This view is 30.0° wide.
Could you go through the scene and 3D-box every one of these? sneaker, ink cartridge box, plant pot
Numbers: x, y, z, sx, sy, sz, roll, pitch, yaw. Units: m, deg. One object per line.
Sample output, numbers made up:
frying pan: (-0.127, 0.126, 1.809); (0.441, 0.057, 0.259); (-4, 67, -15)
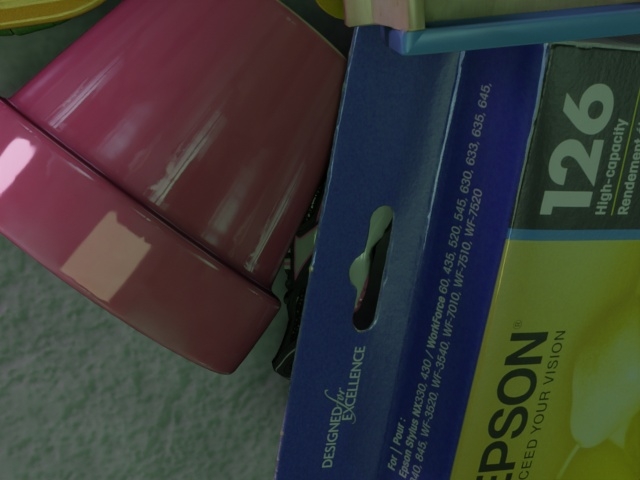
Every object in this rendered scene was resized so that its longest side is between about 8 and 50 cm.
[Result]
sneaker: (0.000, 0.000, 0.759); (0.077, 0.072, 0.178); (22, 99, 1)
ink cartridge box: (0.142, 0.024, 0.714); (0.307, 0.072, 0.303); (-2, 113, -30)
plant pot: (-0.079, -0.053, 0.671); (0.201, 0.201, 0.180); (37, 88, -15)

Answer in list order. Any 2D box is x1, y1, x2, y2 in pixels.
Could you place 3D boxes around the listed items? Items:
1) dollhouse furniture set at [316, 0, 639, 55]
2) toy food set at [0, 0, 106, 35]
dollhouse furniture set: (0.128, -0.258, 0.583); (0.304, 0.198, 0.286); (-9, 110, -8)
toy food set: (-0.204, -0.170, 0.681); (0.218, 0.071, 0.128); (-8, 83, -5)
